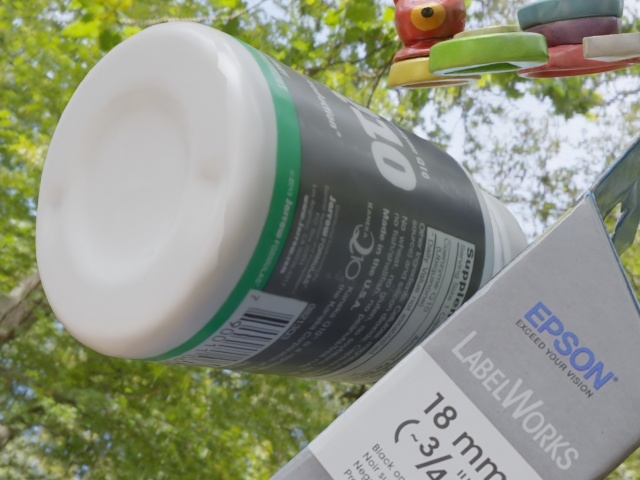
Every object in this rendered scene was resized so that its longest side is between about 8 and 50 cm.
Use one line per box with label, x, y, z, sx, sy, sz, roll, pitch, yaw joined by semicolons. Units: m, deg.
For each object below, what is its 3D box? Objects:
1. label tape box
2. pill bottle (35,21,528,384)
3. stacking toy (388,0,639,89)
label tape box;0.111;0.109;0.469;0.106;0.334;0.240;47;-1;23
pill bottle;0.000;0.000;0.598;0.204;0.204;0.361;-19;-22;35
stacking toy;0.239;-0.266;0.968;0.309;0.279;0.130;-5;-85;-1
